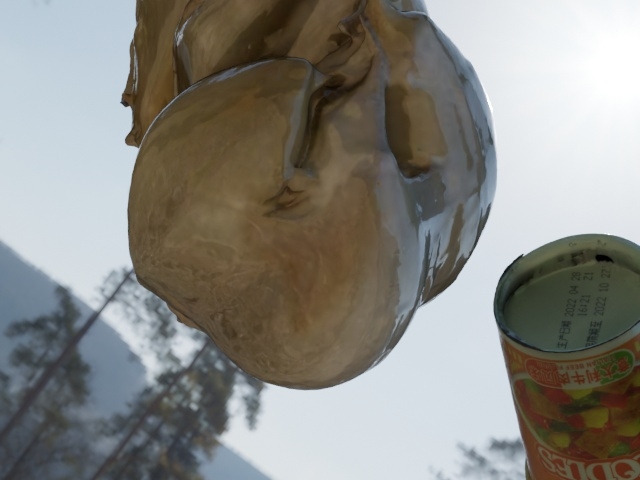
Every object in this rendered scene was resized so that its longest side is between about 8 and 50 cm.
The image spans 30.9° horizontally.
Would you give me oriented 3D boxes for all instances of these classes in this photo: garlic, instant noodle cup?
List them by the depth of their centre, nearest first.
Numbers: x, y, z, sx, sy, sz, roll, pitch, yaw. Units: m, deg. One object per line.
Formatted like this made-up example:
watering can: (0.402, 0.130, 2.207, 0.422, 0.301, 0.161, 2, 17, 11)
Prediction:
garlic: (-0.001, -0.063, 0.596, 0.184, 0.281, 0.203, 10, -42, -18)
instant noodle cup: (0.202, 0.097, 0.825, 0.168, 0.168, 0.185, 22, -33, 45)
